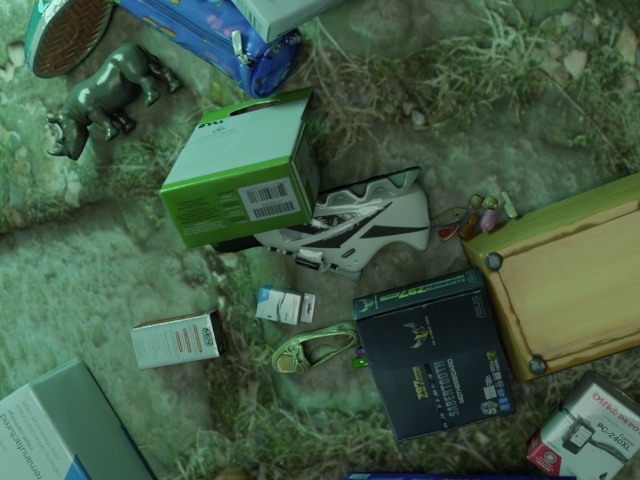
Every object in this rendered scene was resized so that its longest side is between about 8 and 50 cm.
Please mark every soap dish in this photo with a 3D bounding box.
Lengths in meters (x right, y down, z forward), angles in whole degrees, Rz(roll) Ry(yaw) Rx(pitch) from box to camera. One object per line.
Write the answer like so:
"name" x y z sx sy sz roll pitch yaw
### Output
"soap dish" 0.366 0.055 1.158 0.291 0.118 0.228 -21 92 14

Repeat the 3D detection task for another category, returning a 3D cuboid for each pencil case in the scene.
"pencil case" -0.173 -0.325 1.229 0.306 0.133 0.119 35 111 8

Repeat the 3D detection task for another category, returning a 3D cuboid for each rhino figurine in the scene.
"rhino figurine" -0.337 -0.209 1.314 0.243 0.073 0.106 -36 92 16

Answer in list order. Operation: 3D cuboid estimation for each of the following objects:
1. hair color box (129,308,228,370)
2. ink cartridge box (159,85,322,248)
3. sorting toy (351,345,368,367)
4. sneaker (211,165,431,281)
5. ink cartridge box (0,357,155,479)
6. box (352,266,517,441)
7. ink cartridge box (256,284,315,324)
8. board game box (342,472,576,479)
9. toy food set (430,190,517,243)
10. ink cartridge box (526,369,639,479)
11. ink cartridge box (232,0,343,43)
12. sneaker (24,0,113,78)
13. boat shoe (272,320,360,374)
"hair color box" -0.225 0.158 1.349 0.141 0.043 0.072 -11 95 15
"ink cartridge box" -0.095 -0.113 1.205 0.189 0.255 0.097 -12 120 15
"sorting toy" 0.088 0.153 1.266 0.102 0.061 0.042 -20 92 -8
"sneaker" 0.000 0.000 1.234 0.331 0.122 0.146 -12 97 11
"ink cartridge box" -0.503 0.422 1.385 0.395 0.166 0.285 -33 89 15
"box" 0.163 0.165 1.197 0.183 0.059 0.232 -15 117 8
"ink cartridge box" -0.053 0.101 1.308 0.083 0.028 0.048 10 100 11
"board game box" 0.202 0.464 1.229 0.347 0.078 0.233 -7 92 25
"toy food set" 0.213 -0.033 1.208 0.122 0.078 0.019 -25 131 12
"ink cartridge box" 0.384 0.279 1.210 0.109 0.063 0.150 38 105 7
"ink cartridge box" -0.050 -0.412 1.190 0.224 0.045 0.223 -33 76 -18
"sneaker" -0.384 -0.397 1.293 0.121 0.108 0.302 42 112 26
"boat shoe" -0.009 0.167 1.296 0.153 0.048 0.056 -20 92 15
